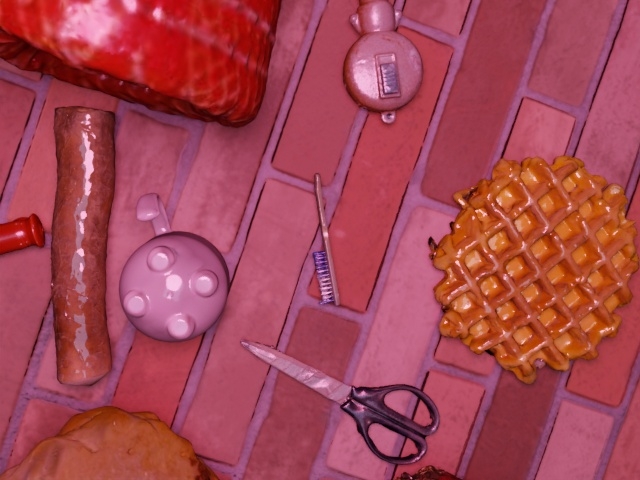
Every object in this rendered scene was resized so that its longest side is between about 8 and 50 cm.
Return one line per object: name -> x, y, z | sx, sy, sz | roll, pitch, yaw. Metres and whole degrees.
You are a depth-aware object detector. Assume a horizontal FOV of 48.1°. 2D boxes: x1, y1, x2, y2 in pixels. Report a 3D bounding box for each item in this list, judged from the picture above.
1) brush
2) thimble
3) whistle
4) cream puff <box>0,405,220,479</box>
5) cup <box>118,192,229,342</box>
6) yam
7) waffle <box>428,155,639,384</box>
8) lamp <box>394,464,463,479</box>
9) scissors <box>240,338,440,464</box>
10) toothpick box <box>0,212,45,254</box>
brush -> 0.001, 0.000, 0.957 | 0.030, 0.033, 0.179 | -9, 94, 8
thimble -> -0.208, -0.272, 0.769 | 0.350, 0.350, 0.231 | 15, 92, -8
whistle -> 0.078, -0.264, 0.941 | 0.107, 0.057, 0.220 | -7, 92, -6
cream puff -> -0.280, 0.374, 0.849 | 0.291, 0.257, 0.325 | 26, 48, -40
cup -> -0.175, 0.038, 0.882 | 0.134, 0.142, 0.174 | 14, 91, -7
yam -> -0.296, 0.008, 0.900 | 0.081, 0.081, 0.357 | 0, 94, -7
waffle -> 0.299, 0.029, 0.981 | 0.329, 0.062, 0.330 | 0, 94, -6
lamp -> 0.202, 0.413, 0.935 | 0.273, 0.177, 0.177 | 31, 89, -8
scissors -> 0.023, 0.206, 0.976 | 0.300, 0.022, 0.109 | 28, 86, -7
toothpick box -> -0.391, -0.004, 0.901 | 0.083, 0.047, 0.047 | -14, 94, -7
